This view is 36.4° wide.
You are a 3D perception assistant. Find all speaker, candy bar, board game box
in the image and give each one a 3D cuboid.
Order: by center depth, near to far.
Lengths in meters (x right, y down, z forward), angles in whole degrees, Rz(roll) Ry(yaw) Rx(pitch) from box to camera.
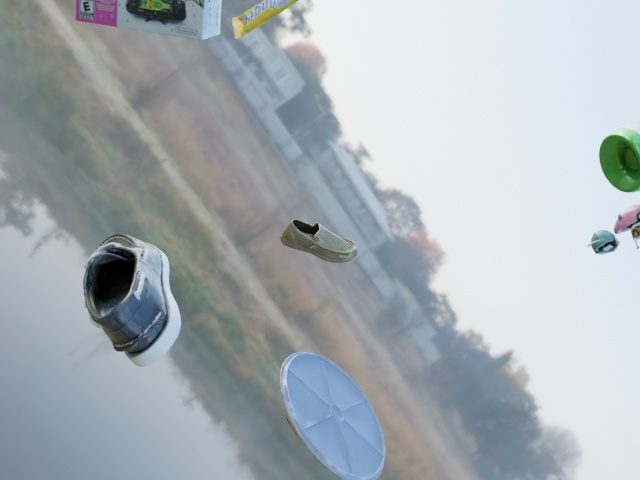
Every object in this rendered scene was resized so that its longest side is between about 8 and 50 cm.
[{"bbox_3d":[-0.057,-0.335,1.356,0.018,0.162,0.040,33,36,-49],"label":"candy bar"},{"bbox_3d":[-0.261,-0.482,1.513,0.097,0.224,0.303,-53,152,-66],"label":"board game box"},{"bbox_3d":[0.649,-0.183,1.748,0.131,0.297,0.131,49,-29,39],"label":"speaker"}]

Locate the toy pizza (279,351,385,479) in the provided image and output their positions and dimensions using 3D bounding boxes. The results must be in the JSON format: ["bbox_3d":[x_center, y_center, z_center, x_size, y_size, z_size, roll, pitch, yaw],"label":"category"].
[{"bbox_3d":[0.012,0.242,1.322,0.201,0.032,0.201,40,26,-24],"label":"toy pizza"}]

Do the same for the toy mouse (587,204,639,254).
[{"bbox_3d":[0.459,-0.018,1.491,0.161,0.143,0.031,112,-41,-60],"label":"toy mouse"}]

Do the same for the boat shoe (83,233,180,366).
[{"bbox_3d":[-0.258,0.049,1.270,0.091,0.114,0.302,49,-4,-31],"label":"boat shoe"}]

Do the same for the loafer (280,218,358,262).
[{"bbox_3d":[0.000,0.000,1.801,0.056,0.148,0.050,-82,-174,-53],"label":"loafer"}]
